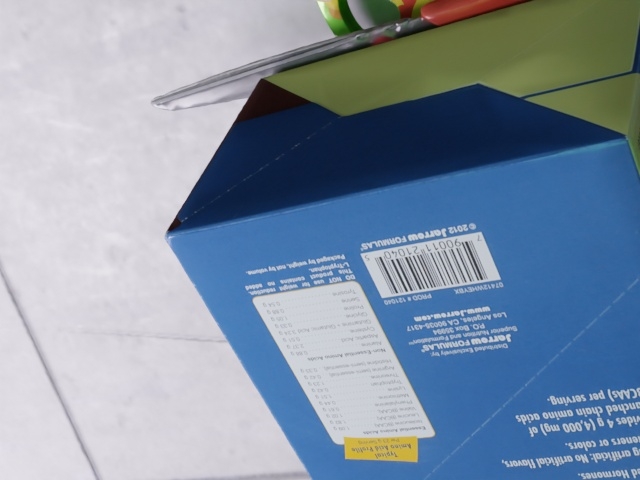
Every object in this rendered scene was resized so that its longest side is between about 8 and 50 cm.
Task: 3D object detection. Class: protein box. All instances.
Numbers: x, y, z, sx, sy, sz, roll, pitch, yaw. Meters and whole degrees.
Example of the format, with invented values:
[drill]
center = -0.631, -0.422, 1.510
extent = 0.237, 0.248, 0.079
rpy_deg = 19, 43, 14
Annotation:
[protein box]
center = 0.078, 0.019, 0.525
extent = 0.199, 0.136, 0.201
rpy_deg = -11, 123, 27

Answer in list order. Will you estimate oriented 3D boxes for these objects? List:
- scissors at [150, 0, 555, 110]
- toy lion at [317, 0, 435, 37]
[scissors]
center = 0.048, -0.104, 0.541
extent = 0.297, 0.021, 0.109
rpy_deg = 4, 132, 16
[toy lion]
center = 0.052, -0.114, 0.561
extent = 0.100, 0.034, 0.096
rpy_deg = -15, 116, 30
